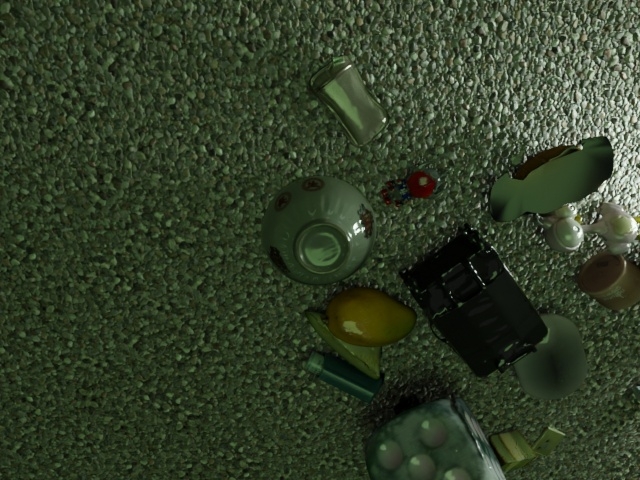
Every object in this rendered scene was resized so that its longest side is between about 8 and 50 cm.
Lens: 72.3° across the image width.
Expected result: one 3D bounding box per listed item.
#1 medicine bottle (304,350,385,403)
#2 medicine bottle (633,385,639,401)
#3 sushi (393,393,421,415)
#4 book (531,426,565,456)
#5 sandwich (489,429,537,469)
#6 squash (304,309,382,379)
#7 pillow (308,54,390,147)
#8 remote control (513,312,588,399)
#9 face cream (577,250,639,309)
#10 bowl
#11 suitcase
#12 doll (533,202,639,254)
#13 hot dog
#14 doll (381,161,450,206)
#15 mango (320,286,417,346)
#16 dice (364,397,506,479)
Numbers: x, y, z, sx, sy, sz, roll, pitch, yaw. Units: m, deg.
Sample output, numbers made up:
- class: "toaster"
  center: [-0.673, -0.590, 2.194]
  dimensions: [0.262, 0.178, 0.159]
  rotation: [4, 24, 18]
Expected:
- class: "medicine bottle"
  center: [0.079, 0.424, 1.384]
  dimensions: [0.259, 0.124, 0.079]
  rotation: [25, 109, 1]
- class: "medicine bottle"
  center: [1.145, 0.513, 1.500]
  dimensions: [0.118, 0.074, 0.054]
  rotation: [-15, 109, 2]
- class: "sushi"
  center: [0.303, 0.576, 1.468]
  dimensions: [0.083, 0.056, 0.084]
  rotation: [-32, 109, 10]
- class: "book"
  center: [0.817, 0.726, 1.576]
  dimensions: [0.077, 0.014, 0.110]
  rotation: [25, 104, -12]
- class: "sandwich"
  center: [0.667, 0.775, 1.515]
  dimensions: [0.117, 0.144, 0.187]
  rotation: [-12, 108, 2]
- class: "squash"
  center: [0.056, 0.321, 1.338]
  dimensions: [0.252, 0.169, 0.093]
  rotation: [12, 151, -9]
- class: "pillow"
  center: [0.080, -0.364, 1.153]
  dimensions: [0.131, 0.038, 0.232]
  rotation: [-39, 107, 5]
- class: "remote control"
  center: [0.732, 0.377, 1.409]
  dimensions: [0.221, 0.103, 0.331]
  rotation: [-22, 108, 9]
- class: "face cream"
  center: [0.869, 0.119, 1.311]
  dimensions: [0.104, 0.149, 0.149]
  rotation: [33, 103, -13]
- class: "bowl"
  center: [0.000, 0.000, 1.206]
  dimensions: [0.338, 0.157, 0.336]
  rotation: [-1, 108, -3]
- class: "suitcase"
  center: [0.440, 0.184, 1.276]
  dimensions: [0.283, 0.194, 0.434]
  rotation: [-38, 107, 8]
- class: "doll"
  center: [0.785, -0.039, 1.272]
  dimensions: [0.366, 0.094, 0.160]
  rotation: [4, 76, -11]
- class: "hot dog"
  center: [0.619, -0.177, 1.224]
  dimensions: [0.326, 0.107, 0.193]
  rotation: [-11, 99, 9]
- class: "doll"
  center: [0.268, -0.153, 1.227]
  dimensions: [0.195, 0.062, 0.104]
  rotation: [-21, 91, 11]
- class: "mango"
  center: [0.147, 0.227, 1.296]
  dimensions: [0.317, 0.119, 0.176]
  rotation: [9, 64, -18]
- class: "dice"
  center: [0.358, 0.698, 1.316]
  dimensions: [0.348, 0.330, 0.328]
  rotation: [-33, 138, 8]
